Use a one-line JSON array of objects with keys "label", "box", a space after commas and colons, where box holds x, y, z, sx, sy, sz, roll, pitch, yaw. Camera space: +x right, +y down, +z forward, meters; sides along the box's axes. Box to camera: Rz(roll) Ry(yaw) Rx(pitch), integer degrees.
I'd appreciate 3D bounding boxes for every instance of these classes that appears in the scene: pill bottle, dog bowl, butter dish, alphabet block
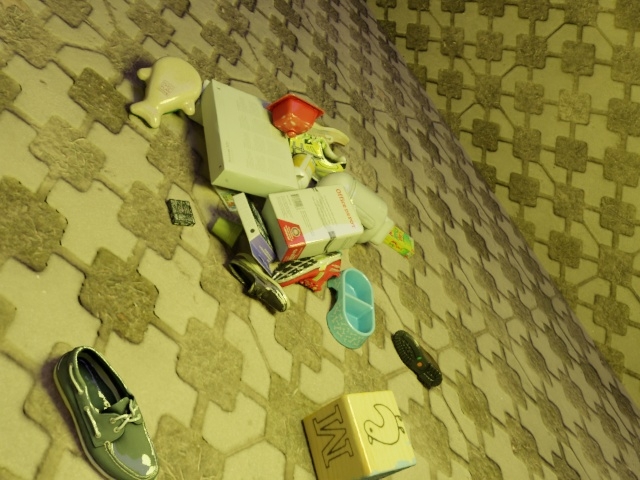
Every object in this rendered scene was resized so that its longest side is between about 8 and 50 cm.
[{"label": "pill bottle", "box": [-0.085, -0.247, 1.933, 0.103, 0.103, 0.184, 39, 37, -13]}, {"label": "dog bowl", "box": [0.108, 0.216, 1.735, 0.166, 0.074, 0.297, 29, 40, -25]}, {"label": "butter dish", "box": [-0.093, -0.409, 1.766, 0.160, 0.160, 0.118, 19, 72, -36]}, {"label": "alphabet block", "box": [0.098, 0.523, 1.343, 0.192, 0.193, 0.197, 11, 50, -43]}]

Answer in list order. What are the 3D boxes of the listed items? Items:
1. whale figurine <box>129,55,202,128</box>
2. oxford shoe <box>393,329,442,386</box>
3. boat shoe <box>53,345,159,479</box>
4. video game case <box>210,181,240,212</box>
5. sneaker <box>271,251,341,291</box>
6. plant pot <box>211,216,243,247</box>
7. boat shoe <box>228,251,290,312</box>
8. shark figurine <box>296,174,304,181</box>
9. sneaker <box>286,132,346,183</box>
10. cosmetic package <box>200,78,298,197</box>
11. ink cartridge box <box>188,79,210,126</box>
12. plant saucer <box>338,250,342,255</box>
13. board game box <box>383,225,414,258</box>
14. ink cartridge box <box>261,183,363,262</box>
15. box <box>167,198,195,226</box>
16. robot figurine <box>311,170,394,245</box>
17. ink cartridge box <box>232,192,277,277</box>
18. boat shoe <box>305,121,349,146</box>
[{"label": "whale figurine", "box": [-0.514, -0.476, 1.700, 0.216, 0.141, 0.272, 35, 62, -15]}, {"label": "oxford shoe", "box": [0.339, 0.407, 1.814, 0.227, 0.083, 0.096, 52, 17, 5]}, {"label": "boat shoe", "box": [-0.421, 0.352, 1.034, 0.319, 0.099, 0.116, 54, 36, 7]}, {"label": "video game case", "box": [-0.299, -0.149, 1.698, 0.087, 0.011, 0.122, -19, 72, -53]}, {"label": "sneaker", "box": [-0.031, 0.115, 1.664, 0.279, 0.107, 0.118, -17, 110, -39]}, {"label": "plant pot", "box": [-0.284, -0.030, 1.558, 0.079, 0.083, 0.083, 28, 39, -5]}, {"label": "boat shoe", "box": [-0.185, 0.132, 1.508, 0.223, 0.080, 0.073, 47, 41, 7]}, {"label": "shark figurine", "box": [-0.094, -0.114, 1.814, 0.166, 0.116, 0.278, -27, 67, -19]}, {"label": "sneaker", "box": [-0.058, -0.379, 2.045, 0.384, 0.147, 0.145, 36, 39, -13]}, {"label": "cosmetic package", "box": [-0.241, -0.331, 1.726, 0.284, 0.097, 0.377, 14, 52, -40]}, {"label": "ink cartridge box", "box": [-0.358, -0.460, 1.856, 0.203, 0.086, 0.148, 28, 43, -26]}, {"label": "plant saucer", "box": [0.000, 0.000, 1.869, 0.192, 0.018, 0.067, 45, 36, -4]}, {"label": "board game box", "box": [0.318, -0.010, 2.188, 0.181, 0.043, 0.092, 33, 39, -21]}, {"label": "ink cartridge box", "box": [-0.026, -0.060, 1.668, 0.272, 0.114, 0.197, -11, 66, -25]}, {"label": "box", "box": [-0.409, -0.082, 1.514, 0.067, 0.018, 0.083, 3, 55, -45]}, {"label": "robot figurine", "box": [0.110, -0.124, 1.936, 0.353, 0.200, 0.300, 34, 3, -23]}, {"label": "ink cartridge box", "box": [-0.189, -0.014, 1.568, 0.206, 0.045, 0.208, 64, 4, -66]}, {"label": "boat shoe", "box": [-0.004, -0.444, 2.217, 0.302, 0.109, 0.098, 12, 89, -40]}]
